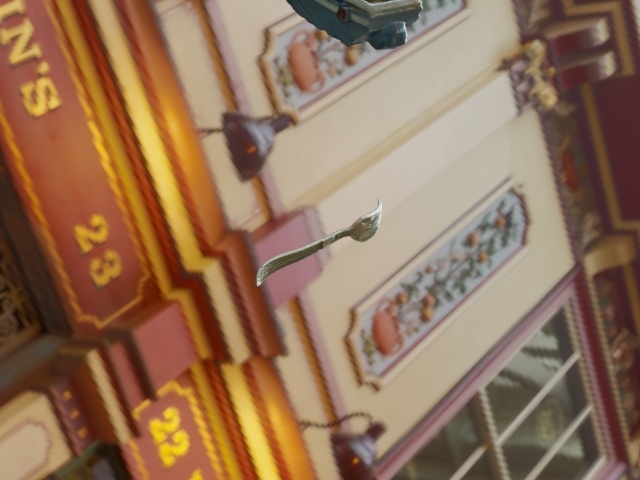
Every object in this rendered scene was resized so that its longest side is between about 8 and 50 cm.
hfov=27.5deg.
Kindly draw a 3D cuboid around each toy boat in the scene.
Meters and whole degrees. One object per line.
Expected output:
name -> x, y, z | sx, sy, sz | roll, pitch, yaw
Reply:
toy boat -> 0.020, -0.281, 1.330 | 0.215, 0.088, 0.102 | 43, -43, 38

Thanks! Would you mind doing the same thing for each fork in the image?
fork -> 0.005, 0.003, 1.446 | 0.028, 0.219, 0.034 | 34, -49, 27

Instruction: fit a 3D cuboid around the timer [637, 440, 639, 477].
timer -> 0.417, 0.248, 1.269 | 0.255, 0.175, 0.175 | 48, -41, -17
